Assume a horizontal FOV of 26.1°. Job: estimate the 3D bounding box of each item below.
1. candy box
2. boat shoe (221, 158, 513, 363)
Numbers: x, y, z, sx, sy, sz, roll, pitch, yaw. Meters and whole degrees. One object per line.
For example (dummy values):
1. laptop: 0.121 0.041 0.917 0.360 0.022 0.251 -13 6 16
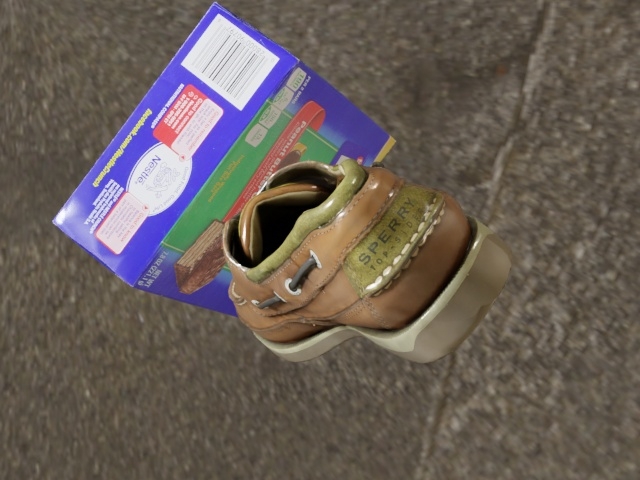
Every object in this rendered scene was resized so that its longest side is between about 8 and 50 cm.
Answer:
1. candy box: -0.086 -0.064 1.421 0.122 0.317 0.268 39 95 20
2. boat shoe: 0.000 0.000 0.805 0.104 0.307 0.111 38 73 -14
